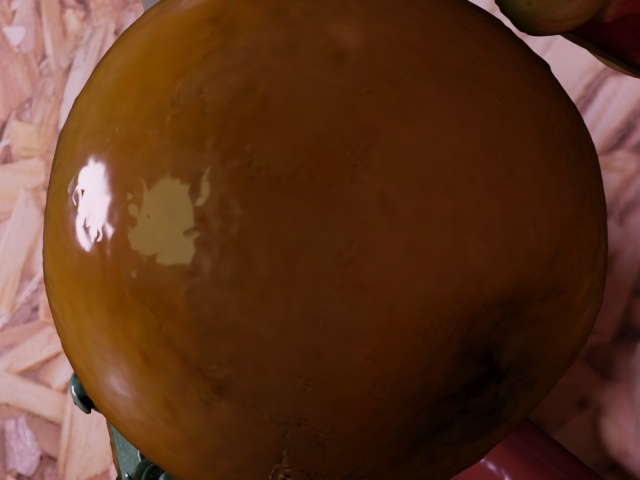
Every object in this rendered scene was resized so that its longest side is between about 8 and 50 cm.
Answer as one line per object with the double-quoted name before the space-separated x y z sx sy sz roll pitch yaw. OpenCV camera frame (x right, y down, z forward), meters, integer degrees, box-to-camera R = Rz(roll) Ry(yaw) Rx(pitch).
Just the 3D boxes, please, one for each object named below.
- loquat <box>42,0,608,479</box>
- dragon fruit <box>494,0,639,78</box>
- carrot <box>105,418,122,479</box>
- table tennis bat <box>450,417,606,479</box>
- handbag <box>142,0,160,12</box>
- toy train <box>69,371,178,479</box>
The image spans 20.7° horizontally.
"loquat" 0.000 0.000 0.801 0.263 0.263 0.263 -12 75 54
"dragon fruit" 0.153 -0.221 0.816 0.290 0.189 0.291 -11 77 54
"carrot" -0.135 0.106 1.304 0.078 0.078 0.298 -59 37 32
"table tennis bat" 0.029 0.063 1.021 0.414 0.051 0.268 39 141 40
"handbag" -0.081 -0.108 1.225 0.315 0.109 0.241 -26 63 55
"toy train" -0.089 0.130 1.175 0.083 0.132 0.200 -54 41 48
